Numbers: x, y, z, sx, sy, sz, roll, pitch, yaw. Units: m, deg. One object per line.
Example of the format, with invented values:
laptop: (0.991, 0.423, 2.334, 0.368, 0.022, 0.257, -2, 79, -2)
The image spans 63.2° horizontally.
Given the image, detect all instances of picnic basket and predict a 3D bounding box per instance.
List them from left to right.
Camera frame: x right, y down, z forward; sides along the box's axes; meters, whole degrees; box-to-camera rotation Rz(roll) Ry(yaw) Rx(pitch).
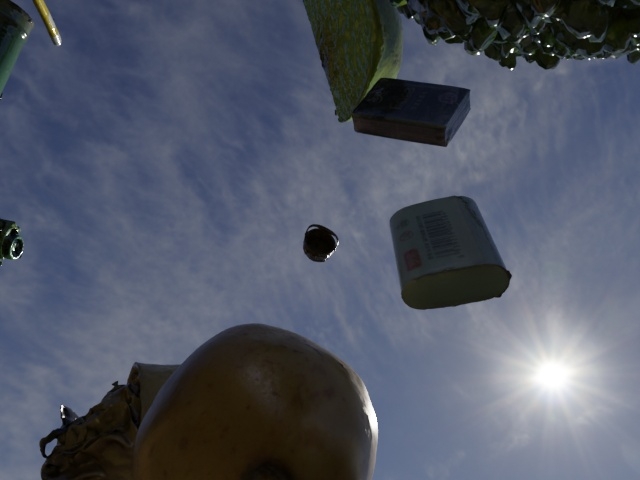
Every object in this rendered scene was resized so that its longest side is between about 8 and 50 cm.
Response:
picnic basket: (0.000, 0.000, 1.063, 0.072, 0.072, 0.083, 16, -37, -7)

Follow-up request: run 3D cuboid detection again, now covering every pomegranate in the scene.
pomegranate: (-0.074, 0.242, 0.583, 0.307, 0.307, 0.307, 3, -50, 4)

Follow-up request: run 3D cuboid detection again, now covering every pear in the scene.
pear: (0.081, -0.385, 0.917, 0.139, 0.239, 0.288, -16, -93, -12)

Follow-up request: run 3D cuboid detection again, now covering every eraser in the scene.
eraser: (0.217, 0.015, 0.916, 0.174, 0.227, 0.081, -10, -59, 8)

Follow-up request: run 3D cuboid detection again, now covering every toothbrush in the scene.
toothbrush: (-0.452, -0.400, 0.812, 0.024, 0.021, 0.288, 2, -17, -8)

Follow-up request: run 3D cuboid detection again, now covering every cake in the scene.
cake: (-0.448, 0.436, 1.166, 0.321, 0.332, 0.332, 6, -46, -27)

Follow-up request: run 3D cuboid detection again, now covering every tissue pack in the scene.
tissue pack: (0.141, -0.201, 0.810, 0.156, 0.112, 0.051, 15, -39, 28)

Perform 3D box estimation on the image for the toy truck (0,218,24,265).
toy truck: (-0.602, 0.040, 0.841, 0.128, 0.259, 0.135, 11, -48, -1)

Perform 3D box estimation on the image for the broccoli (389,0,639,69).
broccoli: (0.199, -0.237, 0.397, 0.334, 0.324, 0.272, -4, -25, -15)

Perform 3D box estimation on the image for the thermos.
thermos: (-0.408, -0.190, 0.603, 0.073, 0.187, 0.083, 25, -17, -33)
